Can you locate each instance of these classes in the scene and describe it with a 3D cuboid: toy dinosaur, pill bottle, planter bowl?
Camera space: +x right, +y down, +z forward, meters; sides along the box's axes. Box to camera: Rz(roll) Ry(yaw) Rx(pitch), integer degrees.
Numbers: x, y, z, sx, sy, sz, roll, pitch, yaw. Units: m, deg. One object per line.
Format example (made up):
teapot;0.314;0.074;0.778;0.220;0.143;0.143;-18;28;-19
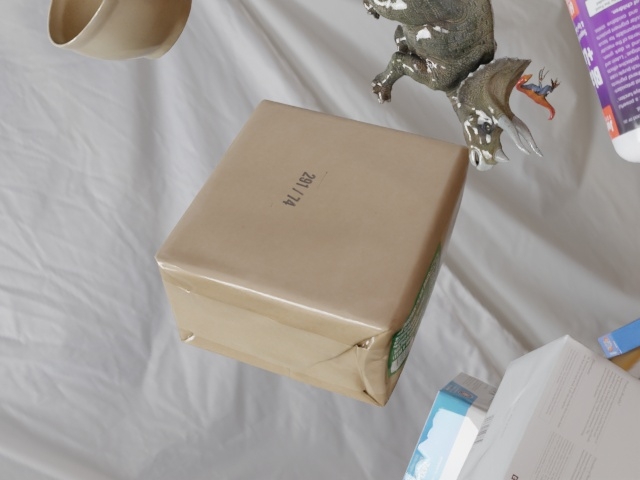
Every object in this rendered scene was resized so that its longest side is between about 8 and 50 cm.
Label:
toy dinosaur;0.300;-0.208;1.155;0.082;0.090;0.047;-23;3;-42
pill bottle;0.253;-0.120;0.598;0.108;0.193;0.108;-17;-3;-1
planter bowl;-0.211;-0.266;0.920;0.162;0.109;0.162;-23;57;41
toy dinosaur;0.108;-0.220;0.806;0.160;0.313;0.121;-1;39;39

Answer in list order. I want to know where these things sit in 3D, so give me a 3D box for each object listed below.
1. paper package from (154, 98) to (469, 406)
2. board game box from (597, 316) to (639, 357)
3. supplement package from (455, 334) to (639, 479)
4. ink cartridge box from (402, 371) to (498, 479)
paper package;0.000;0.000;1.065;0.309;0.168;0.325;15;50;17
board game box;0.651;0.158;1.609;0.210;0.047;0.160;-26;-14;4
supplement package;0.276;0.246;0.879;0.194;0.203;0.149;-58;0;-23
ink cartridge box;0.319;0.393;1.488;0.198;0.270;0.197;-3;-65;-69
